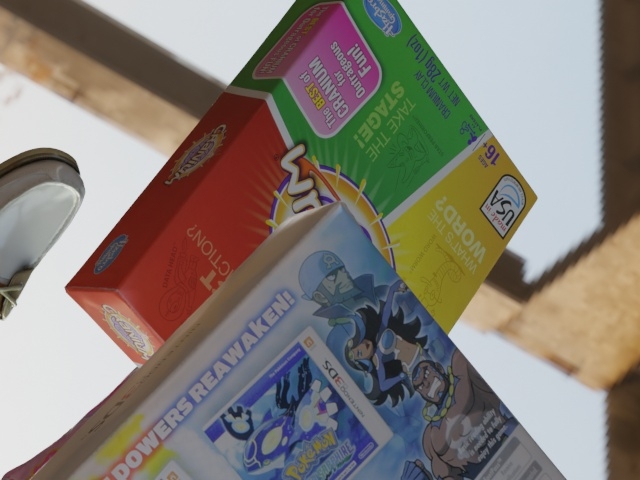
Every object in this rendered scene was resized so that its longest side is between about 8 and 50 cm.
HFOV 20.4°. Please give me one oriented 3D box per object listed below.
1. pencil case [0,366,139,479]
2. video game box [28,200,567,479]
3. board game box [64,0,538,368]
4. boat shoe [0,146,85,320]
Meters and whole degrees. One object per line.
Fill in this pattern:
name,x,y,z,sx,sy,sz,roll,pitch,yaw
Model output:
pencil case,-0.135,0.157,1.436,0.284,0.124,0.124,-43,-157,5
video game box,-0.008,0.122,0.606,0.205,0.187,0.048,-46,-163,-26
board game box,0.000,0.000,1.259,0.064,0.242,0.316,-1,-134,50
boat shoe,-0.340,0.035,1.788,0.302,0.113,0.103,-44,-138,23
